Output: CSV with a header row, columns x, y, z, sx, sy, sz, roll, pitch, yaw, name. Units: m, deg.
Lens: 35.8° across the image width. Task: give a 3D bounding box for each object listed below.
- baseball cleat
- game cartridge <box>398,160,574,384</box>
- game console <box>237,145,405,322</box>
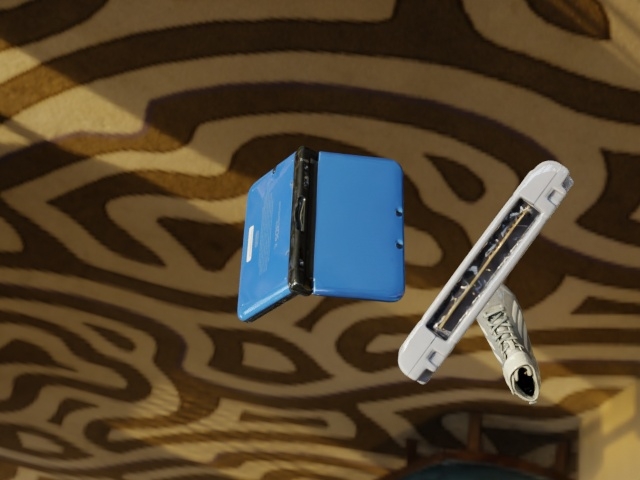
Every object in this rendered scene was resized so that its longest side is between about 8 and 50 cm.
x,y,z,sx,sy,sz,roll,pitch,yaw,name
0.289,0.149,1.506,0.072,0.109,0.206,-27,93,7,baseball cleat
0.192,0.041,1.196,0.060,0.294,0.196,36,179,11,game cartridge
0.000,0.000,1.722,0.173,0.293,0.250,26,140,-31,game console
